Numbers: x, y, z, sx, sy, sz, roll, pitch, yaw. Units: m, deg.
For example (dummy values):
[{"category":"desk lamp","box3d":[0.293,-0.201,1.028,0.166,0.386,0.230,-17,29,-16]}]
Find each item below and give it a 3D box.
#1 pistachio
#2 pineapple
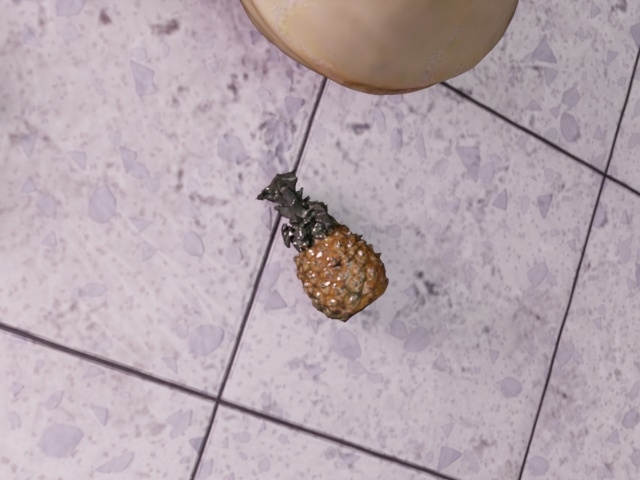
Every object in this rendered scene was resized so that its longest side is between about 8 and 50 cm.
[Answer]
[{"category":"pistachio","box3d":[0.074,-0.355,1.358,0.445,0.281,0.365,-34,99,-41]},{"category":"pineapple","box3d":[0.000,0.000,1.406,0.108,0.108,0.198,-37,98,-26]}]
